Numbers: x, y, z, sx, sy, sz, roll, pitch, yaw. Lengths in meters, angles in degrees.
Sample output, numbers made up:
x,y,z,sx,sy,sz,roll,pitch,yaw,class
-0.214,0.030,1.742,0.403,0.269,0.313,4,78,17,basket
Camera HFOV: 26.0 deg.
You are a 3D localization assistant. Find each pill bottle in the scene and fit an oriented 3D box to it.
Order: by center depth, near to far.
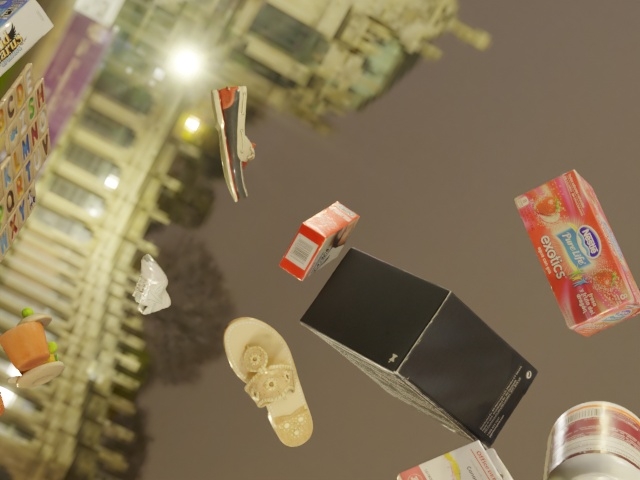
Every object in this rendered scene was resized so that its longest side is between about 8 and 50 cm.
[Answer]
x,y,z,sx,sy,sz,roll,pitch,yaw,class
0.557,0.494,2.777,0.224,0.224,0.392,-57,179,20,pill bottle

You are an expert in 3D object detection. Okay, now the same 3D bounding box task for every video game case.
x,y,z,sx,sy,sz,roll,pitch,yaw,class
-0.563,-0.262,2.070,0.269,0.061,0.244,6,-130,47,video game case

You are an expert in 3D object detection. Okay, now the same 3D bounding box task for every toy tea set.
x,y,z,sx,sy,sz,roll,pitch,yaw,class
-0.557,0.206,2.328,0.336,0.124,0.200,-33,163,23,toy tea set

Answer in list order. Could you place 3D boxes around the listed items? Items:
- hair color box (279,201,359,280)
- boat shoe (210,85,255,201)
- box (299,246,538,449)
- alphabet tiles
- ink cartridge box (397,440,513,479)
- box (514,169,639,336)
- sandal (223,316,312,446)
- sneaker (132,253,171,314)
x,y,z,sx,sy,sz,roll,pitch,yaw,class
0.000,0.000,2.375,0.093,0.053,0.167,-61,170,24,hair color box
-0.098,-0.115,1.636,0.049,0.043,0.137,162,-82,-77,boat shoe
0.176,0.187,2.474,0.296,0.294,0.183,24,-102,51,box
-0.404,-0.116,1.861,0.237,0.009,0.198,-76,168,-58,alphabet tiles
0.239,0.415,2.334,0.115,0.198,0.067,59,-23,28,ink cartridge box
0.530,0.029,2.824,0.142,0.154,0.300,-27,-111,17,box
-0.062,0.221,2.057,0.088,0.240,0.079,-29,-151,-8,sandal
-0.318,0.087,2.578,0.061,0.054,0.152,-30,144,-21,sneaker
